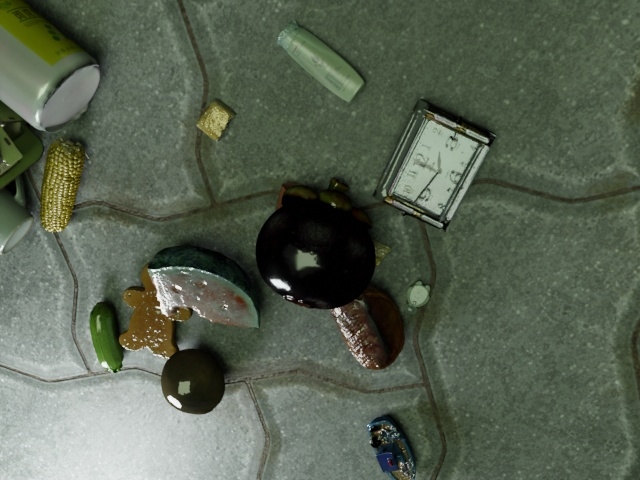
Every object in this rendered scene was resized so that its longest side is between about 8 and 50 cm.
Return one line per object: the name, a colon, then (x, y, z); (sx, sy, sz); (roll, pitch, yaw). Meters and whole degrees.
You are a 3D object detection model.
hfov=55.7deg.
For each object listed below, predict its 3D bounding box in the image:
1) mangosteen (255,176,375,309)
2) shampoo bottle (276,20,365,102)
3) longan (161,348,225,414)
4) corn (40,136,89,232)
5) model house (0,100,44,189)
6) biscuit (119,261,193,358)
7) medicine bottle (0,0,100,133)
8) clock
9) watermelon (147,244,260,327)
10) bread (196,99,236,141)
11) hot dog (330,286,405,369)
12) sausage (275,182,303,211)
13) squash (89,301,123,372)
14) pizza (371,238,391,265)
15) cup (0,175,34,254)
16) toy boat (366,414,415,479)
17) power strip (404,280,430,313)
mangosteen: (0.000, 0.000, 1.355); (0.274, 0.275, 0.303); (16, 75, 8)
shampoo bottle: (0.000, -0.388, 1.319); (0.212, 0.049, 0.072); (37, 118, -1)
longan: (-0.343, 0.384, 1.641); (0.167, 0.168, 0.187); (-24, 124, 21)
corn: (-0.671, -0.141, 1.564); (0.091, 0.091, 0.260); (27, 116, 13)
model house: (-0.807, -0.271, 1.424); (0.218, 0.278, 0.205); (44, 70, -4)
biscuit: (-0.443, 0.184, 1.647); (0.196, 0.049, 0.302); (15, 114, 1)
medicine bottle: (-0.716, -0.441, 1.395); (0.378, 0.213, 0.214); (38, 114, -2)
clock: (0.245, -0.160, 1.322); (0.186, 0.083, 0.253); (27, 114, 4)
watermelon: (-0.291, 0.120, 1.537); (0.318, 0.148, 0.226); (33, 119, -20)
bread: (-0.247, -0.285, 1.431); (0.070, 0.035, 0.083); (35, 108, -1)
hot dog: (0.115, 0.208, 1.484); (0.160, 0.099, 0.227); (-15, 107, 19)
sausage: (-0.079, -0.052, 1.461); (0.065, 0.065, 0.170); (17, 114, 8)
squash: (-0.604, 0.278, 1.709); (0.068, 0.077, 0.219); (2, 113, 23)
pizza: (0.116, 0.026, 1.456); (0.108, 0.026, 0.123); (-12, 106, 16)
cup: (-0.875, -0.111, 1.599); (0.234, 0.186, 0.258); (35, 87, -9)
toy boat: (0.194, 0.568, 1.599); (0.100, 0.097, 0.223); (-20, 103, 23)
power strip: (0.233, 0.138, 1.470); (0.055, 0.035, 0.083); (27, 101, 3)
